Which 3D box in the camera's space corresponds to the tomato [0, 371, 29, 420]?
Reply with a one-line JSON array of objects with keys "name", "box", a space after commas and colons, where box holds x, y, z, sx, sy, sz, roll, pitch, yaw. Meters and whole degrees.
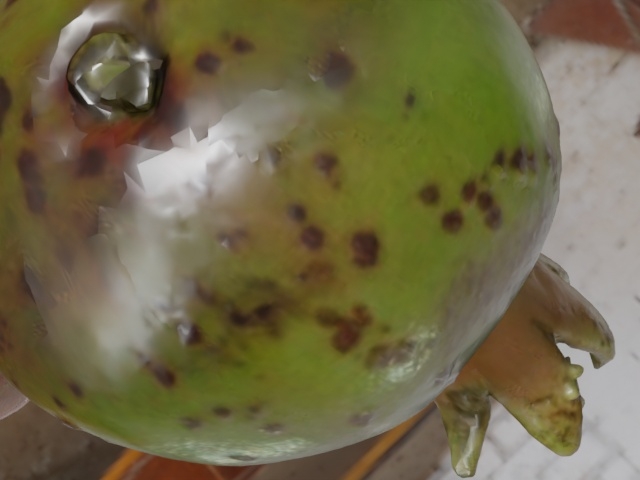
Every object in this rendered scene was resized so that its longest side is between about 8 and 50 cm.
[{"name": "tomato", "box": [-0.416, 0.092, 1.676, 0.256, 0.224, 0.256, -30, 134, -37]}]

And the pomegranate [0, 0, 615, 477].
[{"name": "pomegranate", "box": [-0.016, 0.004, 0.565, 0.231, 0.231, 0.286, -37, 132, -13]}]
